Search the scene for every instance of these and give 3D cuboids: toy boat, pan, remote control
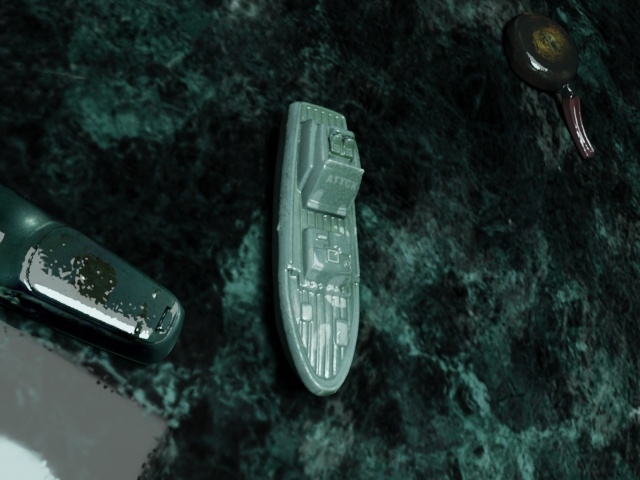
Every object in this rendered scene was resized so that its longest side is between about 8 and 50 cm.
[{"bbox_3d":[0.000,0.000,0.606,0.078,0.085,0.261,13,65,-31],"label":"toy boat"},{"bbox_3d":[0.312,-0.205,0.933,0.114,0.040,0.212,-24,86,-33],"label":"pan"},{"bbox_3d":[-0.192,0.016,0.494,0.222,0.042,0.072,34,58,-20],"label":"remote control"}]
